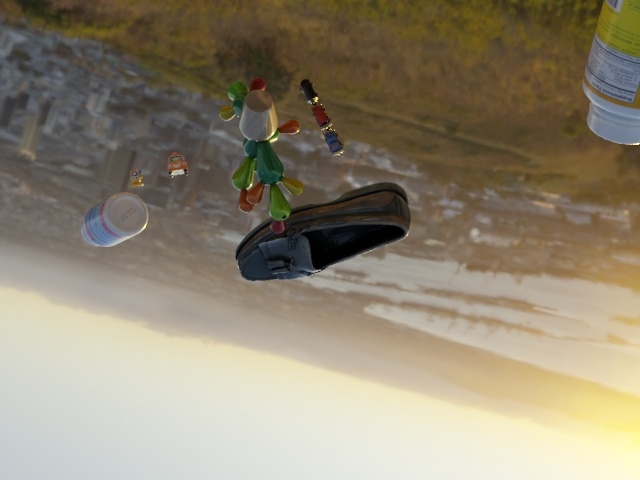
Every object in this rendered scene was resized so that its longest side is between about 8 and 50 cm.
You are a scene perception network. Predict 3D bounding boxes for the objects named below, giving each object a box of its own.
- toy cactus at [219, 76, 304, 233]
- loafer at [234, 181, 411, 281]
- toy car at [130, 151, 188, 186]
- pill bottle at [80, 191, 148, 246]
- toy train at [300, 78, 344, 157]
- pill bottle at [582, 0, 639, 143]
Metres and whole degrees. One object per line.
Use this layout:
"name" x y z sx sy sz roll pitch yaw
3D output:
"toy cactus" -0.072 -0.133 1.094 0.112 0.218 0.180 -6 159 -7
"loafer" 0.000 0.000 1.173 0.268 0.084 0.096 -23 129 12
"toy car" -0.284 -0.125 1.442 0.122 0.040 0.060 -10 178 10
"pill bottle" -0.404 -0.036 1.608 0.087 0.087 0.160 19 158 -31
"toy train" 0.003 -0.221 1.502 0.027 0.158 0.036 -26 172 2
"pill bottle" 0.377 -0.224 0.968 0.117 0.117 0.214 13 131 12
